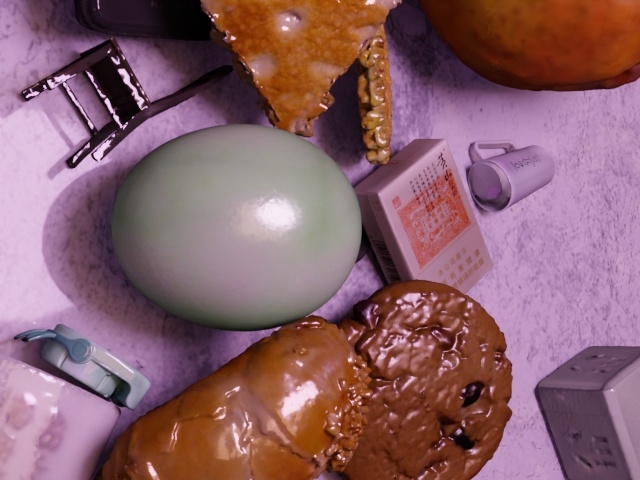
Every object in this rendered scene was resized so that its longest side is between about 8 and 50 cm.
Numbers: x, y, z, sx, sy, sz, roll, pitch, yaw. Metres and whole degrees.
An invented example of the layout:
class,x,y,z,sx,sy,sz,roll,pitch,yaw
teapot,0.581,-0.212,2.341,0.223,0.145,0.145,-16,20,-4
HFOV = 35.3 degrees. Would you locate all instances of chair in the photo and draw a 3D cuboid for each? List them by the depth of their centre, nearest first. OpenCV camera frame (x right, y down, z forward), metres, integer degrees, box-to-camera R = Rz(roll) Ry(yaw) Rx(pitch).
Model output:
class,x,y,z,sx,sy,sz,roll,pitch,yaw
chair,-0.200,-0.176,1.087,0.212,0.084,0.101,-41,112,-29

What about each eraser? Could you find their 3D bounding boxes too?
class,x,y,z,sx,sy,sz,roll,pitch,yaw
eraser,-0.324,0.251,0.957,0.174,0.095,0.270,31,68,-25

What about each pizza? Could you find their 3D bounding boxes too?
class,x,y,z,sx,sy,sz,roll,pitch,yaw
pizza,-0.041,-0.299,1.052,0.440,0.130,0.405,-2,127,-16

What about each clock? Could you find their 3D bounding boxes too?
class,x,y,z,sx,sy,sz,roll,pitch,yaw
clock,-0.242,0.122,1.021,0.135,0.101,0.041,36,75,-21

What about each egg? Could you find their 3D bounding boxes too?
class,x,y,z,sx,sy,sz,roll,pitch,yaw
egg,-0.086,-0.013,1.062,0.270,0.220,0.220,-4,88,-32

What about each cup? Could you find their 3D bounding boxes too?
class,x,y,z,sx,sy,sz,roll,pitch,yaw
cup,0.259,-0.101,1.401,0.116,0.074,0.104,-24,70,-37

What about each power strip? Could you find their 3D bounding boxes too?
class,x,y,z,sx,sy,sz,roll,pitch,yaw
power strip,0.427,0.276,1.426,0.139,0.140,0.224,-27,100,-34

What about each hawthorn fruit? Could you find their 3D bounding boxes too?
class,x,y,z,sx,sy,sz,roll,pitch,yaw
hawthorn fruit,0.298,-0.402,1.255,0.472,0.472,0.471,4,83,-34

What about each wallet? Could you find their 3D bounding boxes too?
class,x,y,z,sx,sy,sz,roll,pitch,yaw
wallet,-0.170,-0.291,1.085,0.250,0.044,0.149,-11,102,-58

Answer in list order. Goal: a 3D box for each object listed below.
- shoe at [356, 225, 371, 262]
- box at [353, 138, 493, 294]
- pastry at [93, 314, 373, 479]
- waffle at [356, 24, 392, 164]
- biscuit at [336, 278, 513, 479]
class,x,y,z,sx,sy,sz,roll,pitch,yaw
shoe,0.000,0.000,1.222,0.179,0.049,0.071,-2,87,-34
box,0.132,-0.012,1.286,0.141,0.058,0.201,-38,117,-31
pastry,-0.075,0.218,1.032,0.311,0.255,0.162,-34,73,-16
waffle,0.067,-0.180,1.229,0.038,0.191,0.191,-4,87,7
biscuit,0.121,0.192,1.232,0.296,0.075,0.295,-5,102,-27
